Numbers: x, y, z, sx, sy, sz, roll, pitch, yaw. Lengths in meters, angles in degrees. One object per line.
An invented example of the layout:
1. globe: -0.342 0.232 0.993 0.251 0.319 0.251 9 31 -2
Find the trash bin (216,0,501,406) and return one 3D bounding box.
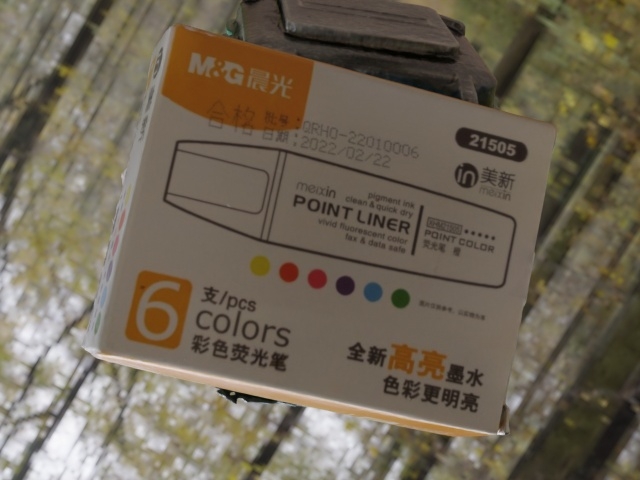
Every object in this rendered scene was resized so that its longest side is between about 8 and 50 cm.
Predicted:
1. trash bin: 0.016 -0.033 1.349 0.259 0.381 0.295 6 -158 -8

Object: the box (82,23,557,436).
1. box: 0.000 0.000 0.899 0.274 0.221 0.091 11 172 -11
